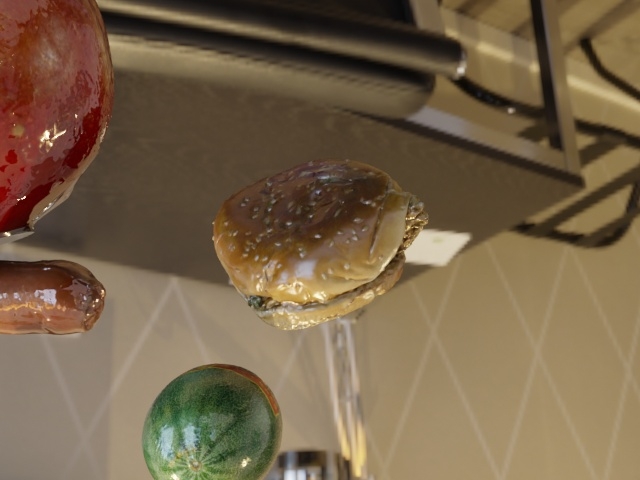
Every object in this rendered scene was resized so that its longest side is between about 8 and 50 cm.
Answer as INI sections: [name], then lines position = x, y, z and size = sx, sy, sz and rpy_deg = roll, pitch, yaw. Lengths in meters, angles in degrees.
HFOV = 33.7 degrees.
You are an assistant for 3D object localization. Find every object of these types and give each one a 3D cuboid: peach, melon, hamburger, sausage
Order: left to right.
[sausage]
position = -0.447, 0.052, 1.223
size = 0.419, 0.094, 0.094
rpy_deg = 6, -169, 10
[peach]
position = -0.410, -0.135, 1.143
size = 0.406, 0.310, 0.335
rpy_deg = -23, 175, 5
[melon]
position = -0.139, 0.254, 1.407
size = 0.182, 0.182, 0.288
rpy_deg = -4, 178, 4
[hamburger]
position = 0.000, 0.000, 1.363
size = 0.286, 0.243, 0.146
rpy_deg = 1, 131, 18
